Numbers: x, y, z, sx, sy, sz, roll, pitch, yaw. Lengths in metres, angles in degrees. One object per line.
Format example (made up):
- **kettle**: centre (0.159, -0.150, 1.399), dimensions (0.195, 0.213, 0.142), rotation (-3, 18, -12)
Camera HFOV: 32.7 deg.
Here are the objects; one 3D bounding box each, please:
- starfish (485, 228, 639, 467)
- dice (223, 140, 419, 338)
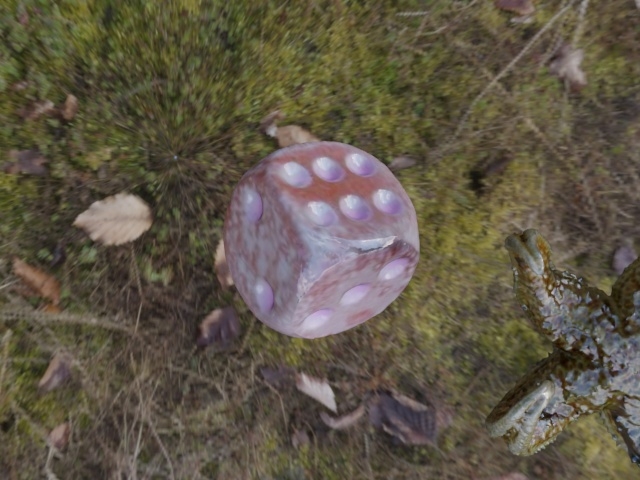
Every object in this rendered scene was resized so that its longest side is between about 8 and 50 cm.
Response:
- **starfish**: centre (0.177, 0.054, 0.545), dimensions (0.190, 0.074, 0.146), rotation (11, 107, 2)
- **dice**: centre (0.000, 0.000, 0.679), dimensions (0.093, 0.091, 0.094), rotation (-12, 53, -34)
